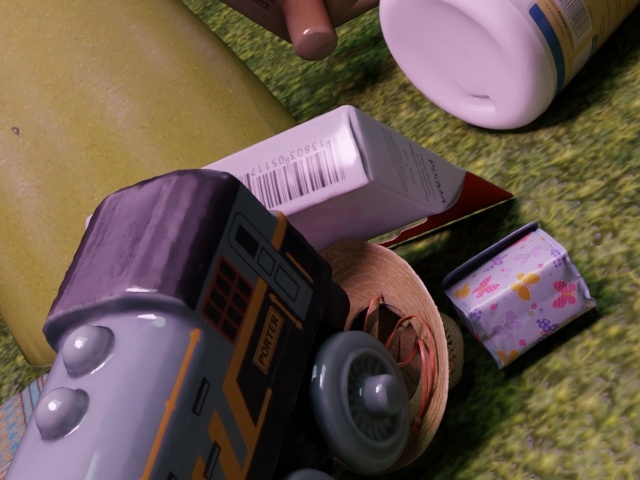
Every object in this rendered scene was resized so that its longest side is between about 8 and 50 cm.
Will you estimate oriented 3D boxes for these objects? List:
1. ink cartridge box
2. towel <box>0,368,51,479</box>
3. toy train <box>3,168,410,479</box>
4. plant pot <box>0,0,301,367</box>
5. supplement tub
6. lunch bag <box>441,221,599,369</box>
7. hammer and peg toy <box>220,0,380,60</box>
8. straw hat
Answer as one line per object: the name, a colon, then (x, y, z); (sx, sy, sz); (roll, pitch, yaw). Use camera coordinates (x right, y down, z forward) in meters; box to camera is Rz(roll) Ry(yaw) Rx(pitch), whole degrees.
ink cartridge box: (0.000, 0.000, 0.985); (0.189, 0.232, 0.066); (-22, 64, 25)
towel: (-0.195, 0.176, 1.056); (0.370, 0.040, 0.271); (-35, 25, 3)
toy train: (-0.071, 0.125, 0.779); (0.142, 0.190, 0.334); (-15, 41, 37)
plant pot: (-0.188, -0.104, 1.174); (0.275, 0.293, 0.275); (-32, 14, 9)
supplement tub: (0.153, -0.191, 1.139); (0.199, 0.144, 0.144); (-47, 28, -24)
lunch bag: (0.110, 0.027, 0.922); (0.071, 0.053, 0.083); (-33, 16, 2)
hammer and peg toy: (0.018, -0.258, 1.254); (0.266, 0.361, 0.127); (-38, 47, 25)
straw hat: (0.048, 0.065, 0.913); (0.061, 0.144, 0.144); (-4, 5, -36)
